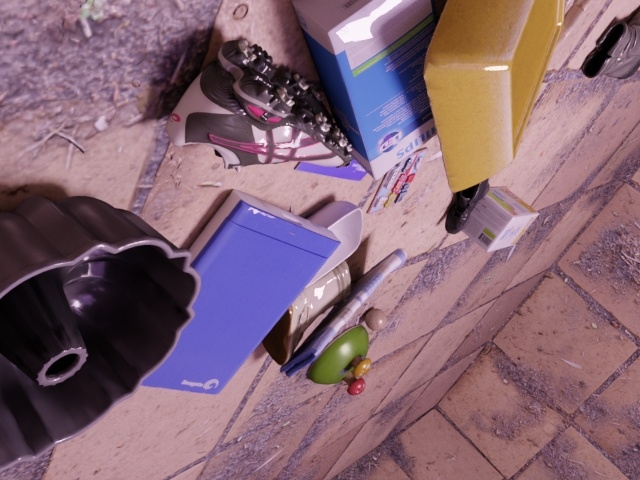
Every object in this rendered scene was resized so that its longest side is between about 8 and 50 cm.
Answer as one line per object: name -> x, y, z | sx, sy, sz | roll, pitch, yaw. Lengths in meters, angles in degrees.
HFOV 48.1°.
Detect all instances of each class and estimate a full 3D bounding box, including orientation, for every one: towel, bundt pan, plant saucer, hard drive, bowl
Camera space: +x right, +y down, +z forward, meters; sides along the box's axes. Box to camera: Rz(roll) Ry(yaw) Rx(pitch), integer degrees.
towel -> 0.046, 0.139, 1.362 | 0.285, 0.034, 0.209 | -46, 180, -29
bundt pan -> -0.290, 0.085, 0.721 | 0.331, 0.124, 0.331 | -37, 155, -20
plant saucer -> 0.240, -0.259, 0.904 | 0.333, 0.081, 0.333 | -67, 157, -14
hard drive -> -0.137, 0.089, 1.028 | 0.210, 0.040, 0.319 | 22, 112, -48
bowl -> 0.000, 0.000, 1.159 | 0.142, 0.053, 0.142 | -37, 157, -19

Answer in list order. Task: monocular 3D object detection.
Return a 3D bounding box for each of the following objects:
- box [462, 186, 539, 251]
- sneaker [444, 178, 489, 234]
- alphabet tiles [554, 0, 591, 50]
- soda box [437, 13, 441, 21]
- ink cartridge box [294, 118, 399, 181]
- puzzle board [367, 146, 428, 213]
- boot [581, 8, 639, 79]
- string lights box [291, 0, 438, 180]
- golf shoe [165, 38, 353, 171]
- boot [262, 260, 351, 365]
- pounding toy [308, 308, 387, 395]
box -> 0.417, -0.053, 1.696 | 0.203, 0.114, 0.103 | -7, 136, -56
sneaker -> 0.313, -0.090, 1.548 | 0.170, 0.051, 0.089 | -56, 155, 14
alphabet tiles -> 0.354, -0.294, 1.181 | 0.278, 0.021, 0.284 | -52, 176, -27
soda box -> 0.205, -0.265, 1.046 | 0.058, 0.061, 0.181 | -52, 157, 16
ink cartridge box -> 0.084, -0.161, 1.041 | 0.208, 0.045, 0.206 | -52, 157, 20
puzzle board -> 0.138, -0.104, 1.272 | 0.096, 0.011, 0.128 | -24, 149, -41
boot -> 0.669, -0.444, 1.514 | 0.161, 0.083, 0.246 | -9, 138, -46
string lights box -> 0.072, -0.201, 0.841 | 0.133, 0.077, 0.260 | -36, 146, -8
golf shoe -> -0.059, -0.131, 0.809 | 0.120, 0.105, 0.273 | -35, 156, 19
boot -> -0.025, 0.132, 1.318 | 0.165, 0.077, 0.213 | -33, 155, -32
pounding toy -> 0.092, 0.288, 1.732 | 0.237, 0.110, 0.183 | -42, 157, -6
